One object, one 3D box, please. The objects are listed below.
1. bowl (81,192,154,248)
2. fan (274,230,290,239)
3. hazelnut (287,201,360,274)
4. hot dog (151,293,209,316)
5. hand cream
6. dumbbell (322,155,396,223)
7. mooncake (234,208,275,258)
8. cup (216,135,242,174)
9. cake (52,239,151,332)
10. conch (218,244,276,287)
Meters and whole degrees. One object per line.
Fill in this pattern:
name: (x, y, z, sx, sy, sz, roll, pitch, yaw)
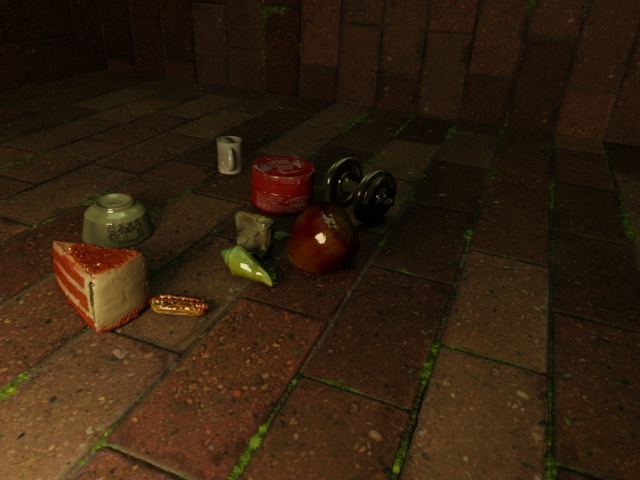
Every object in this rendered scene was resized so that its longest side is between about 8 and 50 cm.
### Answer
bowl: (-0.617, -0.070, 1.566, 0.211, 0.112, 0.211, 3, 30, -2)
fan: (-0.136, -0.021, 1.629, 0.083, 0.004, 0.056, 26, 36, 37)
hazelnut: (0.000, 0.000, 1.439, 0.208, 0.208, 0.208, 2, 29, -1)
hot dog: (-0.339, 0.155, 1.253, 0.144, 0.038, 0.062, 6, 28, 4)
hand cream: (-0.130, -0.194, 1.800, 0.230, 0.150, 0.230, 3, 26, -1)
dumbbell: (0.127, -0.170, 1.734, 0.290, 0.192, 0.192, 28, 37, 37)
mooncake: (-0.190, -0.026, 1.507, 0.129, 0.125, 0.073, 24, 30, 28)
cup: (-0.365, -0.332, 2.040, 0.099, 0.133, 0.136, 12, 30, 13)
cake: (-0.526, 0.081, 1.251, 0.159, 0.158, 0.262, -18, 33, -40)
conch: (-0.196, 0.064, 1.399, 0.200, 0.080, 0.095, 30, 22, 12)
